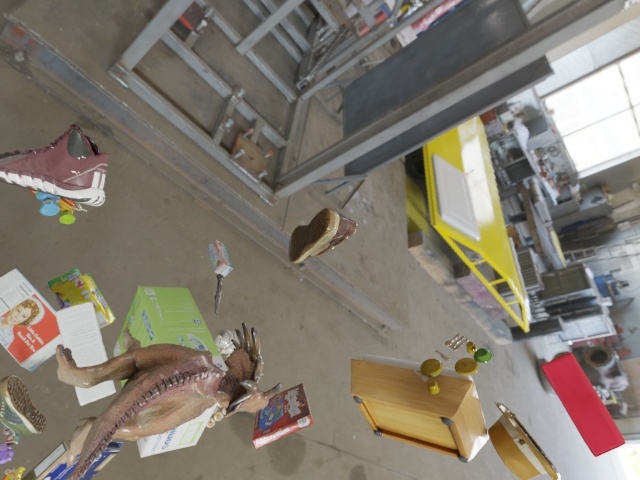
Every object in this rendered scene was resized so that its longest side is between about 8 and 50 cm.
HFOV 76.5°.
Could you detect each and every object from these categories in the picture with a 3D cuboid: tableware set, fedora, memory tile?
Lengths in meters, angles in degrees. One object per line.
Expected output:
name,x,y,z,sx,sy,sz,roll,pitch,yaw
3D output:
tableware set,0.281,0.266,0.862,0.154,0.104,0.024,-32,116,-17
fedora,0.440,0.463,0.911,0.194,0.079,0.194,48,9,-11
memory tile,-0.403,0.646,1.589,0.148,0.012,0.113,-34,103,-29

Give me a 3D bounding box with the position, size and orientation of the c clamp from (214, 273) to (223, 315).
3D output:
c clamp,-0.343,0.173,1.353,0.022,0.160,0.137,7,44,-15

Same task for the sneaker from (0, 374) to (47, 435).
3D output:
sneaker,-0.807,0.442,1.063,0.064,0.086,0.191,-104,-178,-65

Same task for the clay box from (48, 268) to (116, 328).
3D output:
clay box,-0.830,0.212,1.416,0.053,0.128,0.221,-87,153,-80

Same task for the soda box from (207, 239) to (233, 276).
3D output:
soda box,-0.452,0.077,1.825,0.063,0.058,0.183,37,15,-43

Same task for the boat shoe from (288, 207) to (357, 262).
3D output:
boat shoe,0.000,0.000,1.288,0.123,0.342,0.123,11,65,-24

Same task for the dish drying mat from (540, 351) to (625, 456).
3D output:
dish drying mat,0.235,0.146,0.366,0.008,0.032,0.083,57,8,-71

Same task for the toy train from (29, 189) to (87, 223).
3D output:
toy train,-0.926,-0.118,1.486,0.143,0.105,0.248,62,-1,28

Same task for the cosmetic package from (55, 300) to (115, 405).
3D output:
cosmetic package,-0.581,0.273,1.006,0.086,0.117,0.230,-17,91,-32

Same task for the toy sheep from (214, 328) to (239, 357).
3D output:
toy sheep,-0.317,0.341,1.371,0.132,0.091,0.091,73,10,-64

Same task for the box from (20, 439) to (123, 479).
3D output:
box,-0.613,0.571,1.029,0.036,0.136,0.225,41,-10,27

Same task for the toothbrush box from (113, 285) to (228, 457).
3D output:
toothbrush box,-0.330,0.264,0.870,0.122,0.206,0.283,10,26,-42

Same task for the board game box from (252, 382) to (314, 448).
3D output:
board game box,-0.100,0.452,1.073,0.281,0.145,0.027,142,-71,-82

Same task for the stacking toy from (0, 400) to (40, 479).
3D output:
stacking toy,-0.899,0.570,1.171,0.166,0.052,0.221,87,-6,-45

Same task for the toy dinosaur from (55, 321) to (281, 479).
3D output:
toy dinosaur,-0.147,0.157,0.448,0.295,0.201,0.126,109,-21,-78

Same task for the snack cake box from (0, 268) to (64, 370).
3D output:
snack cake box,-0.874,0.231,1.197,0.264,0.089,0.152,43,60,8

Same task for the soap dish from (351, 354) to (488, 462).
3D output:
soap dish,0.225,0.394,0.962,0.118,0.291,0.228,-56,134,-40

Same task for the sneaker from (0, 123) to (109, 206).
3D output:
sneaker,-0.587,-0.183,0.879,0.106,0.282,0.162,143,-38,-86
